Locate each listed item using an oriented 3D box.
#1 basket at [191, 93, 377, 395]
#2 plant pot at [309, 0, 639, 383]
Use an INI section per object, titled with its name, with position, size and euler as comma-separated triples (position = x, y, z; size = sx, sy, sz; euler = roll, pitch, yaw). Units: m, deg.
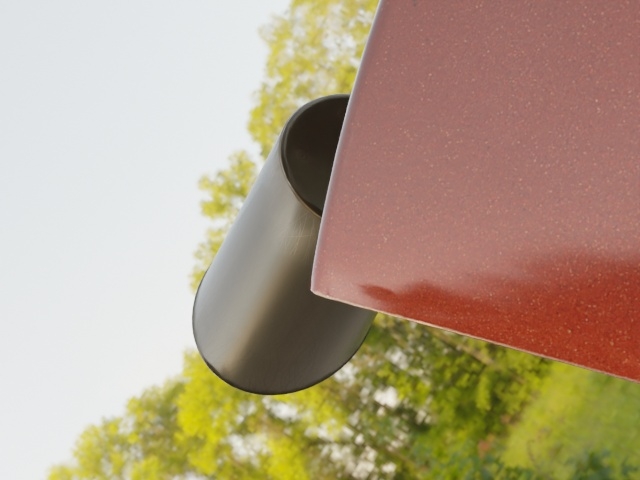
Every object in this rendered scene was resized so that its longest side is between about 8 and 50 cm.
[basket]
position = 0.000, 0.000, 0.813
size = 0.204, 0.154, 0.227
euler = -47, -8, -33
[plant pot]
position = 0.178, -0.085, 0.494
size = 0.267, 0.267, 0.236
euler = -13, -70, -47
